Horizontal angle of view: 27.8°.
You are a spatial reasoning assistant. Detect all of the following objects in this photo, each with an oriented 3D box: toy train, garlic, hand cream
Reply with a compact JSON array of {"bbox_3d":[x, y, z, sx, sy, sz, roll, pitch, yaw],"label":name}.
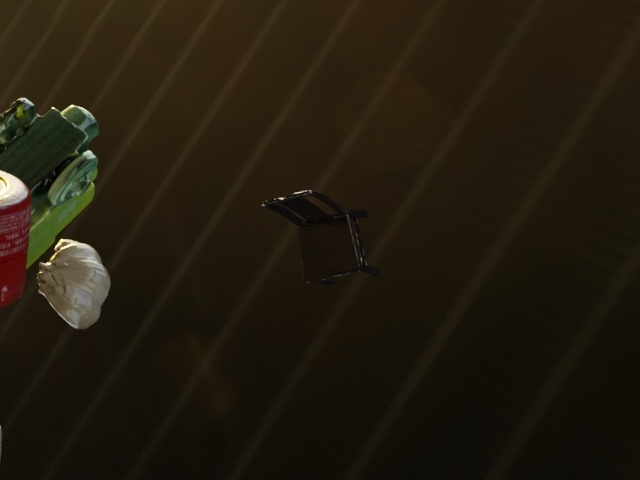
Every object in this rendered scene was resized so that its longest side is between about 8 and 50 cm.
[{"bbox_3d":[-0.521,-0.030,2.041,0.442,0.179,0.272,-48,174,-28],"label":"toy train"},{"bbox_3d":[-0.269,0.043,1.415,0.074,0.094,0.113,-21,-126,-7],"label":"garlic"},{"bbox_3d":[-0.486,-0.007,1.661,0.230,0.230,0.149,34,-59,52],"label":"hand cream"}]

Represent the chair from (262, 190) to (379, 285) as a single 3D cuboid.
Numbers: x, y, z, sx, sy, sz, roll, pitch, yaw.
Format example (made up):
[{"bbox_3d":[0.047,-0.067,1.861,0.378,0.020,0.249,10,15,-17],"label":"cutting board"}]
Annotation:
[{"bbox_3d":[0.000,0.000,1.743,0.084,0.212,0.101,-14,-101,21],"label":"chair"}]
